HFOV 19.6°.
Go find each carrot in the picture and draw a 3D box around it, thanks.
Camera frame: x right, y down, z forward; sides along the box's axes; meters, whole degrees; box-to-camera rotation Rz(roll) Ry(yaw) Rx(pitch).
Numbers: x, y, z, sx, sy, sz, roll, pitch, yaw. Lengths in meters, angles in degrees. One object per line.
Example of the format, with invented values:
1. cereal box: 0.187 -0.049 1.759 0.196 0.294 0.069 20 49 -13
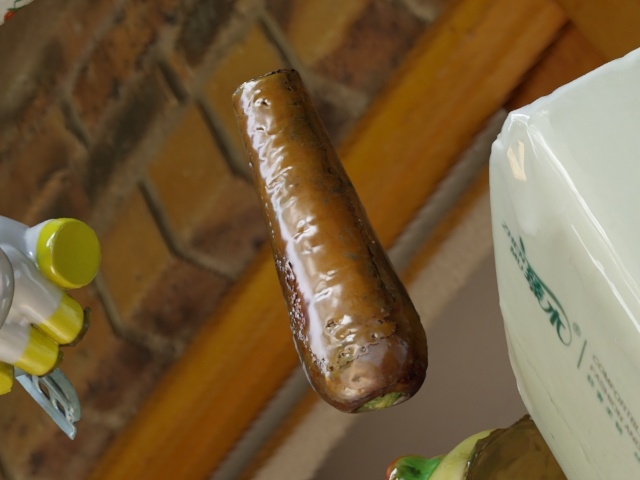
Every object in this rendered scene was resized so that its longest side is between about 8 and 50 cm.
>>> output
1. carrot: 0.000 0.000 0.808 0.055 0.161 0.055 -19 -24 -9

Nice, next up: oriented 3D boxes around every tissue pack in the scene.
1. tissue pack: 0.251 0.105 0.910 0.207 0.380 0.297 -27 -28 -7

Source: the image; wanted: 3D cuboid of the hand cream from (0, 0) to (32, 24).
1. hand cream: -0.153 -0.205 1.142 0.276 0.095 0.059 -33 -36 21

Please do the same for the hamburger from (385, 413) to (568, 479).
1. hamburger: 0.109 0.236 1.229 0.237 0.237 0.149 24 -36 -37

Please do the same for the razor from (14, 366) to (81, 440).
1. razor: -0.244 0.128 0.992 0.232 0.106 0.068 -40 -55 -10

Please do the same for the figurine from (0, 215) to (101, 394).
1. figurine: -0.191 0.010 0.888 0.109 0.129 0.178 -48 -20 13
